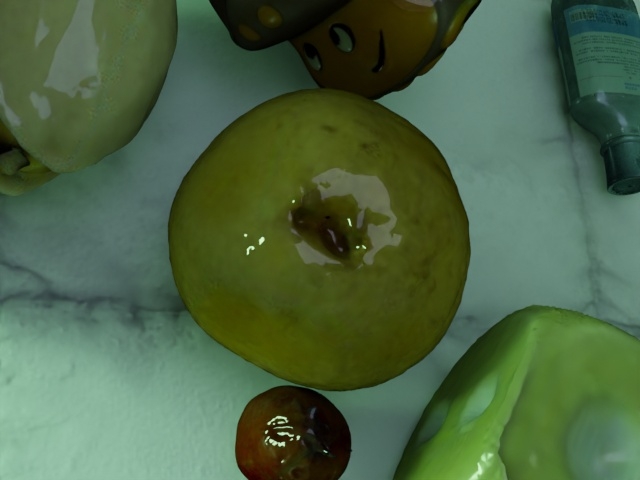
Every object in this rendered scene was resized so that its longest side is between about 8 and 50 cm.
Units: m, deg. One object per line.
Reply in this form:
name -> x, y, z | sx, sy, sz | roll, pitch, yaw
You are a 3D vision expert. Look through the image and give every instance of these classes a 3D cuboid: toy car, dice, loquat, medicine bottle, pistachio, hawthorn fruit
toy car -> 0.037, -0.279, 0.752 | 0.240, 0.271, 0.341 | 45, 58, -18
dice -> 0.157, 0.162, 0.633 | 0.166, 0.169, 0.169 | 34, 61, -2
loquat -> 0.000, 0.000, 0.639 | 0.208, 0.208, 0.208 | 7, 65, -17
medicine bottle -> 0.273, -0.145, 0.875 | 0.090, 0.054, 0.209 | 4, 68, -20
pistachio -> -0.182, -0.145, 0.654 | 0.157, 0.157, 0.230 | 11, 70, -15
hawthorn fruit -> -0.014, 0.134, 0.626 | 0.081, 0.093, 0.081 | 8, 65, -18
